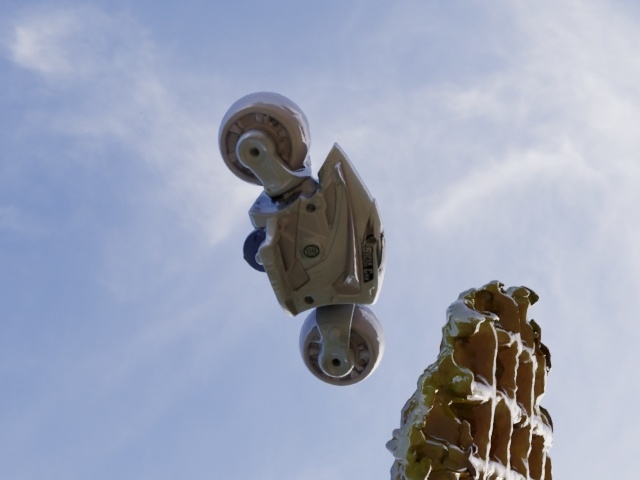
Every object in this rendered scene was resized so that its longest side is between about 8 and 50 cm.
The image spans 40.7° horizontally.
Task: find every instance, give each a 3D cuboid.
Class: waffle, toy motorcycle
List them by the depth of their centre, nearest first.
[{"bbox_3d":[0.126,0.194,0.658,0.068,0.302,0.325,-1,-65,27],"label":"waffle"},{"bbox_3d":[0.000,0.000,0.686,0.112,0.112,0.254,-24,-72,-7],"label":"toy motorcycle"}]
